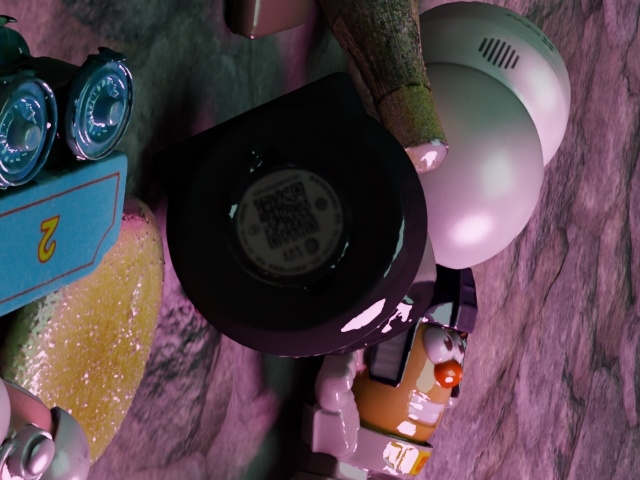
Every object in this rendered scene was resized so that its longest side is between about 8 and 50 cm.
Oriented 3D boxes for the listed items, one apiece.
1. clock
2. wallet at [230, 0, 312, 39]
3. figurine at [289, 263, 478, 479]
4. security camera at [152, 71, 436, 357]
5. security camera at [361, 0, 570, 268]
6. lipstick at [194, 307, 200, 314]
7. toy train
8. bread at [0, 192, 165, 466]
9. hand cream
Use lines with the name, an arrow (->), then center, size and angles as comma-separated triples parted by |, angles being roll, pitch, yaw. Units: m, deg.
clock -> -0.225, 0.108, 1.052 | 0.093, 0.162, 0.166 | -70, 154, -15
wallet -> -0.032, -0.243, 1.481 | 0.118, 0.038, 0.153 | -21, 122, -60
figurine -> 0.053, 0.149, 1.698 | 0.308, 0.143, 0.309 | 13, 90, -84
security camera -> 0.000, 0.000, 1.467 | 0.277, 0.197, 0.191 | 28, 38, -79
security camera -> 0.117, -0.084, 1.662 | 0.236, 0.194, 0.195 | -65, 154, -50
lipstick -> -0.073, 0.062, 1.522 | 0.129, 0.030, 0.030 | 26, 76, -66
toy train -> -0.198, -0.041, 1.114 | 0.203, 0.112, 0.163 | -25, 128, -58
bread -> -0.162, 0.074, 1.288 | 0.228, 0.033, 0.229 | 16, 90, -74
hand cream -> 0.061, -0.144, 1.560 | 0.084, 0.084, 0.203 | 51, 19, -59
